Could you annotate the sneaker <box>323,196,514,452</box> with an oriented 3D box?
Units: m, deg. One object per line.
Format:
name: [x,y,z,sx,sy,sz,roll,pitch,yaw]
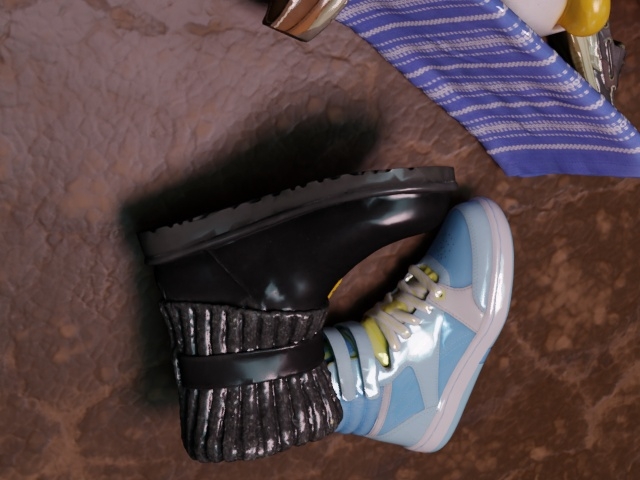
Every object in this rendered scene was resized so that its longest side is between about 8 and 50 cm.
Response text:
sneaker: [0.084,0.093,1.400,0.208,0.127,0.319,8,107,-26]

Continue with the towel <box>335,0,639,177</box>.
towel: [0.169,-0.160,1.263,0.336,0.243,0.040,36,76,-29]

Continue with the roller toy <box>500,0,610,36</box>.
roller toy: [0.204,-0.297,1.240,0.146,0.209,0.191,-15,107,-16]

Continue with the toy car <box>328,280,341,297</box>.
toy car: [0.000,0.000,1.389,0.040,0.060,0.122,-52,154,-46]

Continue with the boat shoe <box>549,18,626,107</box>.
boat shoe: [0.306,-0.205,1.389,0.073,0.080,0.223,-25,114,-5]

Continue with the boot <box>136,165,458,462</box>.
boot: [-0.003,0.072,1.284,0.348,0.131,0.260,-15,93,10]

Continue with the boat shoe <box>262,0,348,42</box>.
boat shoe: [0.014,-0.354,1.196,0.120,0.122,0.324,24,93,-22]
